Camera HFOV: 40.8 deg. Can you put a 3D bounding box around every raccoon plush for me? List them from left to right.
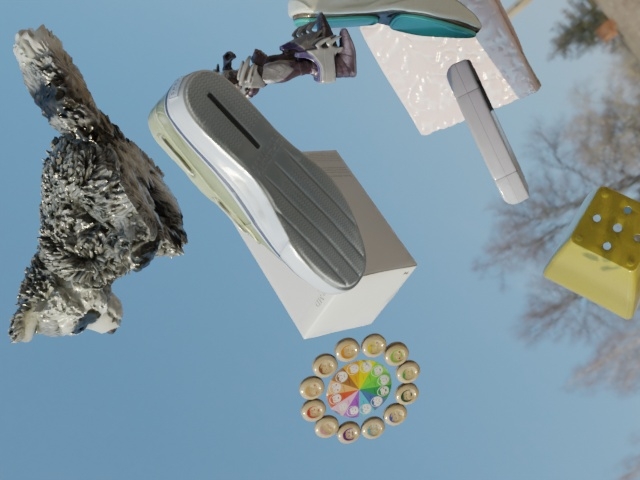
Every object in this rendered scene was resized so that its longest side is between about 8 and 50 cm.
[{"bbox_3d":[-0.411,-0.061,1.319,0.447,0.299,0.216,62,-170,-1],"label":"raccoon plush"}]

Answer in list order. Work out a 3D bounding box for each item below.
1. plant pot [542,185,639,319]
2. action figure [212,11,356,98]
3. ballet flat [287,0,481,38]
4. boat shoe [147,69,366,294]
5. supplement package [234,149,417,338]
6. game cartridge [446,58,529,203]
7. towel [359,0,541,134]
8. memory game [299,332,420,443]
[{"bbox_3d":[0.614,0.007,1.810,0.212,0.212,0.187,29,169,21],"label":"plant pot"},{"bbox_3d":[-0.093,-0.257,1.318,0.185,0.284,0.099,33,143,59],"label":"action figure"},{"bbox_3d":[0.135,-0.486,1.725,0.399,0.139,0.139,2,-135,-8],"label":"ballet flat"},{"bbox_3d":[-0.065,-0.059,0.957,0.302,0.094,0.109,51,-127,-18],"label":"boat shoe"},{"bbox_3d":[0.000,0.000,1.556,0.175,0.178,0.293,-8,-127,-41],"label":"supplement package"},{"bbox_3d":[0.334,-0.218,1.713,0.297,0.062,0.198,64,-159,-4],"label":"game cartridge"},{"bbox_3d":[0.291,-0.421,1.943,0.317,0.331,0.053,56,-137,-20],"label":"towel"},{"bbox_3d":[0.058,0.215,1.235,0.186,0.186,0.012,32,-167,-27],"label":"memory game"}]
